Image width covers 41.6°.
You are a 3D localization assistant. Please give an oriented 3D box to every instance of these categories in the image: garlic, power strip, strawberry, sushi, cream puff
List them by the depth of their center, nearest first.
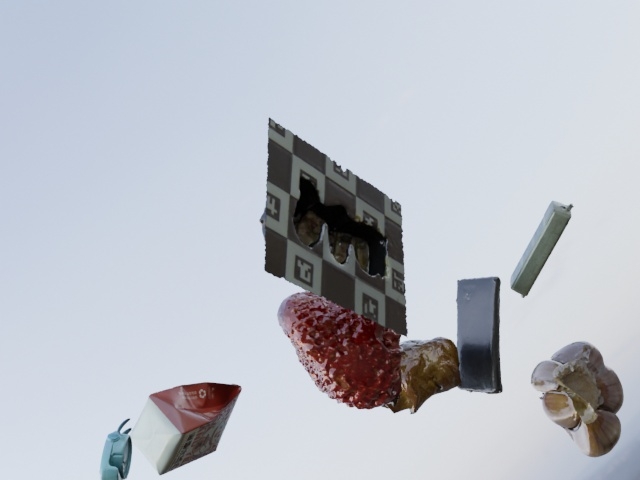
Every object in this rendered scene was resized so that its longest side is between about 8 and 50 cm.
[{"bbox_3d":[0.000,0.000,1.510,0.100,0.296,0.373,-24,-37,36],"label":"sushi"},{"bbox_3d":[0.046,0.213,1.685,0.258,0.261,0.261,-5,-34,-6],"label":"strawberry"},{"bbox_3d":[0.541,0.316,1.720,0.160,0.214,0.191,-38,-7,-9],"label":"garlic"},{"bbox_3d":[0.211,0.313,2.009,0.269,0.155,0.241,-26,3,-39],"label":"cream puff"},{"bbox_3d":[0.544,0.022,2.094,0.078,0.052,0.272,-63,-3,-64],"label":"power strip"}]

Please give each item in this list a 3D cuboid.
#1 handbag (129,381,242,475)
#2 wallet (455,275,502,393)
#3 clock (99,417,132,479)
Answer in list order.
[{"bbox_3d":[-0.323,0.465,2.172,0.298,0.151,0.171,-9,-45,-53],"label":"handbag"},{"bbox_3d":[0.387,0.231,2.064,0.030,0.285,0.146,7,-10,-36],"label":"wallet"},{"bbox_3d":[-0.416,0.440,1.732,0.045,0.147,0.108,3,-40,-1],"label":"clock"}]
